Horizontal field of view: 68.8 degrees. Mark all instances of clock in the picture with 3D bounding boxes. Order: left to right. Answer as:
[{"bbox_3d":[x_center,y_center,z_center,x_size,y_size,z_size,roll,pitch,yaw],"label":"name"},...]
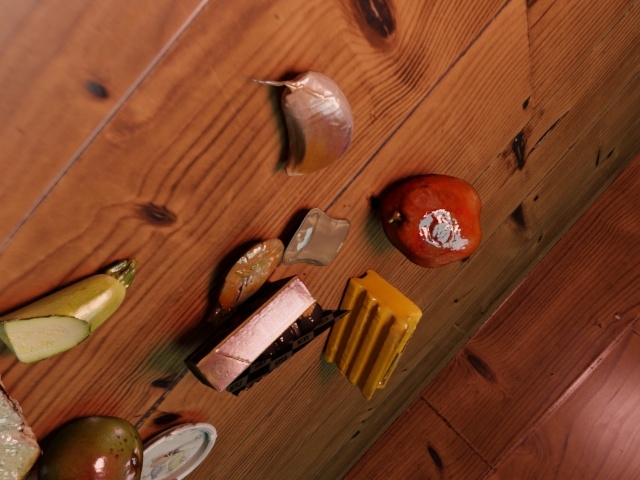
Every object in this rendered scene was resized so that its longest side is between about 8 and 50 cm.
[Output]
[{"bbox_3d":[-0.359,0.500,1.093,0.236,0.053,0.237,-30,142,-26],"label":"clock"}]

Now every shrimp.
[{"bbox_3d":[-0.149,0.075,0.868,0.217,0.051,0.115,-49,151,14],"label":"shrimp"}]

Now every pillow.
[{"bbox_3d":[-0.001,0.000,0.970,0.130,0.033,0.217,-61,154,10],"label":"pillow"}]

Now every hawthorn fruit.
[{"bbox_3d":[0.238,-0.051,1.052,0.260,0.224,0.224,10,119,-40],"label":"hawthorn fruit"}]

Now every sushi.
[{"bbox_3d":[-0.105,0.205,0.992,0.289,0.050,0.264,-33,-173,-25],"label":"sushi"}]

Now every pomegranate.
[{"bbox_3d":[-0.422,0.401,0.825,0.209,0.180,0.180,-11,149,11],"label":"pomegranate"}]

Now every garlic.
[{"bbox_3d":[-0.017,-0.188,0.710,0.128,0.091,0.198,-28,150,-7],"label":"garlic"}]

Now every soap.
[{"bbox_3d":[0.135,0.264,1.281,0.096,0.204,0.325,-21,141,-40],"label":"soap"}]

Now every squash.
[{"bbox_3d":[-0.334,0.094,0.649,0.200,0.075,0.090,-34,120,-23],"label":"squash"}]

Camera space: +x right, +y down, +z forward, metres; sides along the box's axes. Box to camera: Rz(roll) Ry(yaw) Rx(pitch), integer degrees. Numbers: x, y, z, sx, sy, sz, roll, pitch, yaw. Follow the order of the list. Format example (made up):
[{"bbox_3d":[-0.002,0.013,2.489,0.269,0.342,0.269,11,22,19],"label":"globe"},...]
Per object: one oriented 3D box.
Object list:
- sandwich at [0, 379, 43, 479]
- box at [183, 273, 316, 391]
[{"bbox_3d":[-0.469,0.227,0.613,0.288,0.099,0.254,-51,142,6],"label":"sandwich"},{"bbox_3d":[-0.135,0.169,0.878,0.240,0.071,0.159,-42,-170,-25],"label":"box"}]
